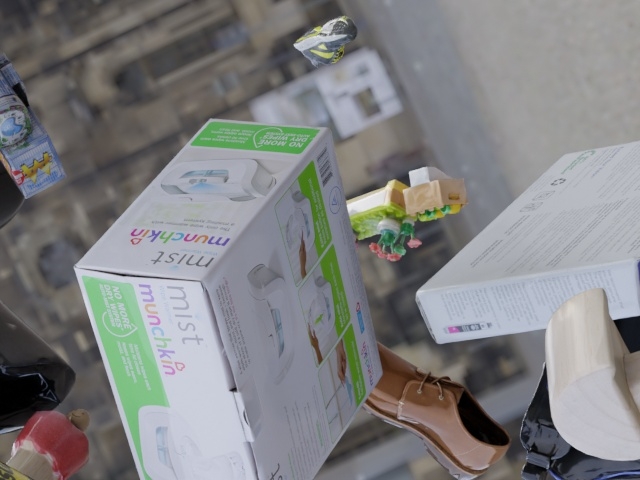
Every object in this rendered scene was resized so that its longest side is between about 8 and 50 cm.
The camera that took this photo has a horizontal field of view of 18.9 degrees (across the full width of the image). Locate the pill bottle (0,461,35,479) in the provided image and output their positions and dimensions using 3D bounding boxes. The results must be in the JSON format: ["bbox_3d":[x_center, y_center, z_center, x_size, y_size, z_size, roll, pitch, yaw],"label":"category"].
[{"bbox_3d":[-0.311,0.267,1.605,0.334,0.188,0.188,33,-161,-29],"label":"pill bottle"}]

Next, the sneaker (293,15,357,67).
[{"bbox_3d":[0.012,-0.178,1.737,0.035,0.031,0.083,51,153,-20],"label":"sneaker"}]

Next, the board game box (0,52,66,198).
[{"bbox_3d":[-0.370,-0.156,2.236,0.194,0.060,0.194,55,166,15],"label":"board game box"}]

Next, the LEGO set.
[{"bbox_3d":[0.000,0.000,1.800,0.132,0.287,0.107,61,-143,-59],"label":"LEGO set"}]

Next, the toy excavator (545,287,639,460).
[{"bbox_3d":[0.396,0.010,1.361,0.445,0.432,0.222,93,179,-47],"label":"toy excavator"}]

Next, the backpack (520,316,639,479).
[{"bbox_3d":[0.357,0.126,1.980,0.213,0.276,0.263,27,-119,-65],"label":"backpack"}]

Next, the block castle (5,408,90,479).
[{"bbox_3d":[-0.186,0.416,2.255,0.453,0.213,0.303,28,137,12],"label":"block castle"}]

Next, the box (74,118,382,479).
[{"bbox_3d":[-0.064,0.071,1.582,0.231,0.126,0.262,-53,-40,-45],"label":"box"}]

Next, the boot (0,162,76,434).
[{"bbox_3d":[-0.442,0.060,2.440,0.445,0.367,0.146,36,141,44],"label":"boot"}]

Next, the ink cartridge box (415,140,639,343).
[{"bbox_3d":[0.307,-0.016,1.869,0.324,0.330,0.071,-39,-68,-45],"label":"ink cartridge box"}]

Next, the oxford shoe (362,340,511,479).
[{"bbox_3d":[0.099,0.148,1.891,0.212,0.076,0.076,36,-134,-11],"label":"oxford shoe"}]
